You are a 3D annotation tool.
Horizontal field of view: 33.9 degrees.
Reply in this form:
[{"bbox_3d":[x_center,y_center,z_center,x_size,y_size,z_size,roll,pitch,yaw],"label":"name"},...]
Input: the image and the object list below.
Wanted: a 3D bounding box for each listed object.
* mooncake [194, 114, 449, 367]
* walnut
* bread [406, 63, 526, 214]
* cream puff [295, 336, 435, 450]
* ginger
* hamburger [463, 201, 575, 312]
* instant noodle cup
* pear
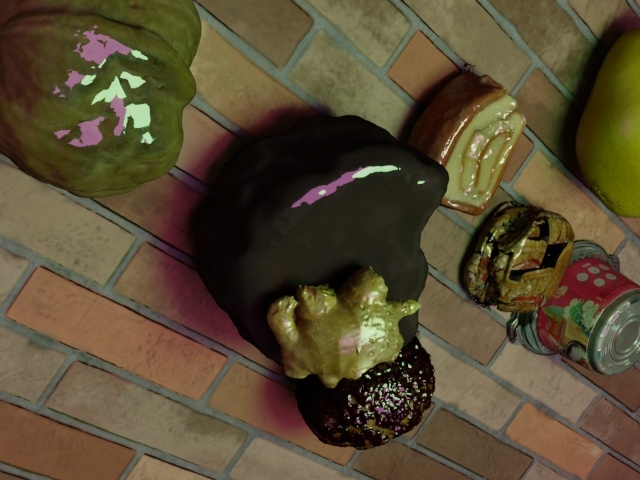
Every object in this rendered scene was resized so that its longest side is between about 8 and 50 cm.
[{"bbox_3d":[0.000,0.000,1.555,0.350,0.212,0.381,9,114,-37],"label":"mooncake"},{"bbox_3d":[-0.277,-0.201,1.209,0.277,0.282,0.253,16,143,-36],"label":"walnut"},{"bbox_3d":[0.232,-0.159,1.706,0.190,0.123,0.244,8,107,-38],"label":"bread"},{"bbox_3d":[0.077,0.251,1.734,0.239,0.239,0.165,-22,95,-26],"label":"cream puff"},{"bbox_3d":[0.038,0.119,1.466,0.216,0.102,0.157,-16,99,-9],"label":"ginger"},{"bbox_3d":[0.371,0.039,1.932,0.231,0.107,0.231,-21,124,-36],"label":"hamburger"},{"bbox_3d":[0.541,0.149,2.061,0.302,0.181,0.258,-36,129,-16],"label":"instant noodle cup"},{"bbox_3d":[0.594,-0.200,1.852,0.285,0.285,0.336,-15,120,-30],"label":"pear"}]
